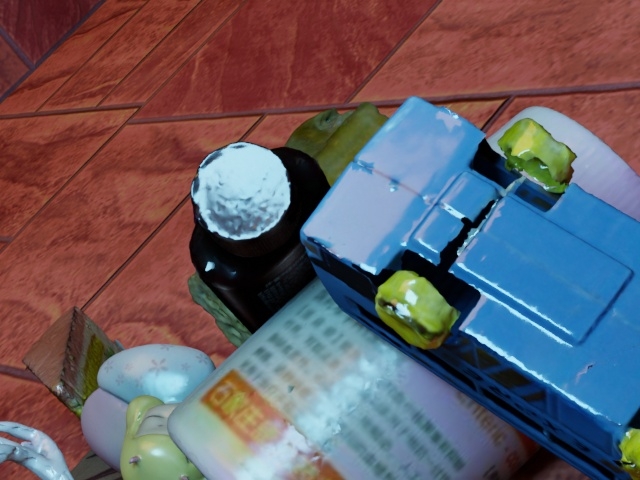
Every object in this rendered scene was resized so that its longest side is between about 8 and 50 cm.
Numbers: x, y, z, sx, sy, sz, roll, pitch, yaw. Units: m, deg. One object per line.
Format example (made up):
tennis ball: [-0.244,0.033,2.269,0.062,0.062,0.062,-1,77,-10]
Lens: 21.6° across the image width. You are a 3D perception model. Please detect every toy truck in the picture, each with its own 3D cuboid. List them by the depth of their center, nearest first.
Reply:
toy truck: [0.177,0.061,1.084,0.385,0.162,0.161,32,75,23]

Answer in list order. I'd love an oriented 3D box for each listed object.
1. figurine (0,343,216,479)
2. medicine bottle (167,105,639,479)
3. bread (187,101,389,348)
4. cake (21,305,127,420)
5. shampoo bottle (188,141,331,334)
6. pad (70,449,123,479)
figurine: [-0.196,0.222,1.430,0.315,0.284,0.206,-80,15,-64]
medicine bottle: [0.088,0.091,1.304,0.388,0.219,0.219,-42,24,-10]
bread: [0.014,0.013,1.596,0.252,0.238,0.196,-43,-17,-19]
cake: [-0.261,0.164,1.795,0.090,0.109,0.225,-38,19,7]
shampoo bottle: [-0.038,0.001,1.318,0.129,0.084,0.323,-46,-14,-4]
pad: [-0.167,0.237,1.671,0.220,0.004,0.330,-48,25,-21]
